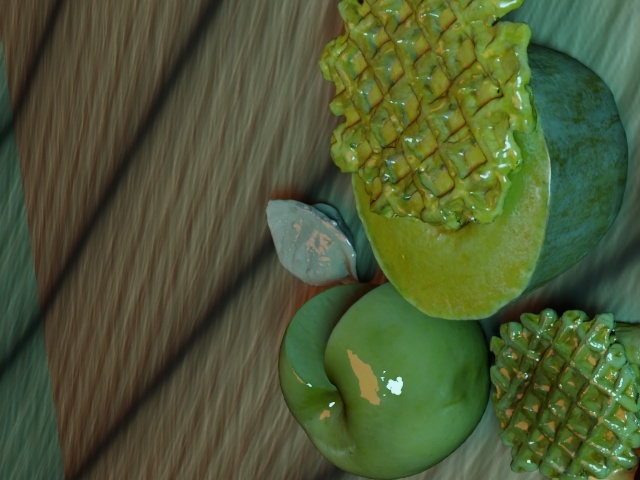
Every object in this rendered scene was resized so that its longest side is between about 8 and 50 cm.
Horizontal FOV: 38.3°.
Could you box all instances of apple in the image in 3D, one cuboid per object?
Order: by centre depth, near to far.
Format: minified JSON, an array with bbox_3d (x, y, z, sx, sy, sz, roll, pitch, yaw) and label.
[{"bbox_3d":[0.091,0.176,1.265,0.292,0.254,0.292,22,120,45],"label":"apple"}]

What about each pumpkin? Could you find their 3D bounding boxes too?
[{"bbox_3d":[0.209,-0.079,1.114,0.332,0.199,0.332,10,103,51],"label":"pumpkin"}]

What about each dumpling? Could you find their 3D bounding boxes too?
[{"bbox_3d":[0.000,0.001,1.430,0.150,0.092,0.176,-27,83,52],"label":"dumpling"}]

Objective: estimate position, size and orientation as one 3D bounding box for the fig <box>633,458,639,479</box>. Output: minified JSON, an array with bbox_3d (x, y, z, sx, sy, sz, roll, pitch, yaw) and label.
[{"bbox_3d":[0.403,0.291,0.906,0.217,0.321,0.217,3,97,26],"label":"fig"}]

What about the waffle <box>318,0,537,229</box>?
[{"bbox_3d":[0.109,-0.163,1.016,0.325,0.068,0.302,26,117,50],"label":"waffle"}]

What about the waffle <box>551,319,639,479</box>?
[{"bbox_3d":[0.354,0.236,1.140,0.168,0.057,0.274,-4,99,49],"label":"waffle"}]

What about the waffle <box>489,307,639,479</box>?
[{"bbox_3d":[0.289,0.187,1.110,0.208,0.054,0.214,-16,85,52],"label":"waffle"}]
